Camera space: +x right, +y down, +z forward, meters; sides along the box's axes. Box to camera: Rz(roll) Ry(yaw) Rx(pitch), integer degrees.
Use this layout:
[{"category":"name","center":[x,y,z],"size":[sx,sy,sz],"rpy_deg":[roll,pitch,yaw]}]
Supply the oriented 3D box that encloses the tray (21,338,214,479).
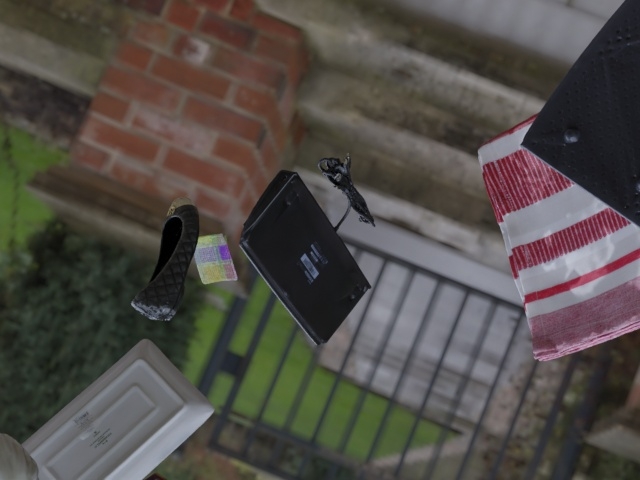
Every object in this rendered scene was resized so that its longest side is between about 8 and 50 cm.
[{"category":"tray","center":[-0.283,0.258,1.875],"size":[0.145,0.270,0.030],"rpy_deg":[43,165,18]}]

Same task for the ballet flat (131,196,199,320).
[{"category":"ballet flat","center":[-0.169,0.014,1.604],"size":[0.049,0.173,0.057],"rpy_deg":[28,135,-21]}]

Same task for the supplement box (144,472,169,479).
[{"category":"supplement box","center":[-0.160,0.279,1.411],"size":[0.055,0.083,0.043],"rpy_deg":[27,-149,23]}]

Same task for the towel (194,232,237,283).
[{"category":"towel","center":[-0.165,0.028,2.230],"size":[0.060,0.083,0.009],"rpy_deg":[-8,-158,18]}]

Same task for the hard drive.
[{"category":"hard drive","center":[0.314,-0.135,1.256],"size":[0.172,0.255,0.054],"rpy_deg":[39,180,32]}]

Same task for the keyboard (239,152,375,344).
[{"category":"keyboard","center":[0.000,0.000,1.984],"size":[0.033,0.201,0.317],"rpy_deg":[30,164,34]}]

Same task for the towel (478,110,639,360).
[{"category":"towel","center":[0.338,-0.022,1.944],"size":[0.037,0.329,0.237],"rpy_deg":[-2,161,-42]}]

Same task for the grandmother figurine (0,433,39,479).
[{"category":"grandmother figurine","center":[-0.316,0.345,1.500],"size":[0.104,0.208,0.342],"rpy_deg":[15,128,29]}]
